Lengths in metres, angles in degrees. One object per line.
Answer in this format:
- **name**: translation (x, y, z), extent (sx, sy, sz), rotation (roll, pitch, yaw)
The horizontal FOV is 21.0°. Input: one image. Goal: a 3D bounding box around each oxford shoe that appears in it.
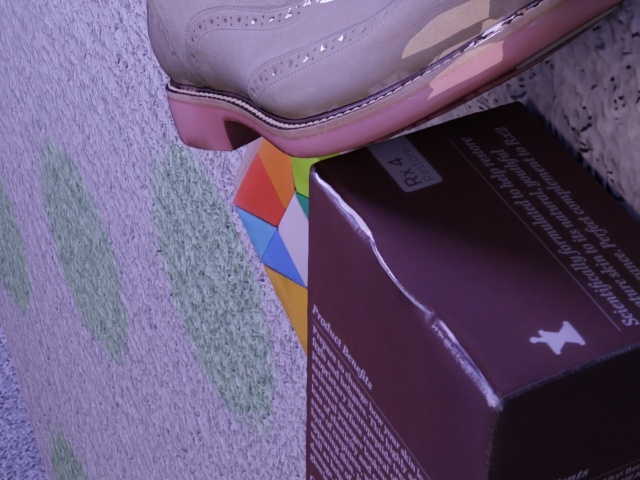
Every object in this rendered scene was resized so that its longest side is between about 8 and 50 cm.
- **oxford shoe**: translation (0.001, -0.132, 0.895), extent (0.397, 0.140, 0.146), rotation (0, 116, 58)

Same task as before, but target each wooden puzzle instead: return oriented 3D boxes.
- **wooden puzzle**: translation (0.000, 0.000, 1.204), extent (0.221, 0.044, 0.239), rotation (63, 158, 21)

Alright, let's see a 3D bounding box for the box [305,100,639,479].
- **box**: translation (0.089, 0.136, 0.966), extent (0.191, 0.143, 0.381), rotation (53, 155, 41)
